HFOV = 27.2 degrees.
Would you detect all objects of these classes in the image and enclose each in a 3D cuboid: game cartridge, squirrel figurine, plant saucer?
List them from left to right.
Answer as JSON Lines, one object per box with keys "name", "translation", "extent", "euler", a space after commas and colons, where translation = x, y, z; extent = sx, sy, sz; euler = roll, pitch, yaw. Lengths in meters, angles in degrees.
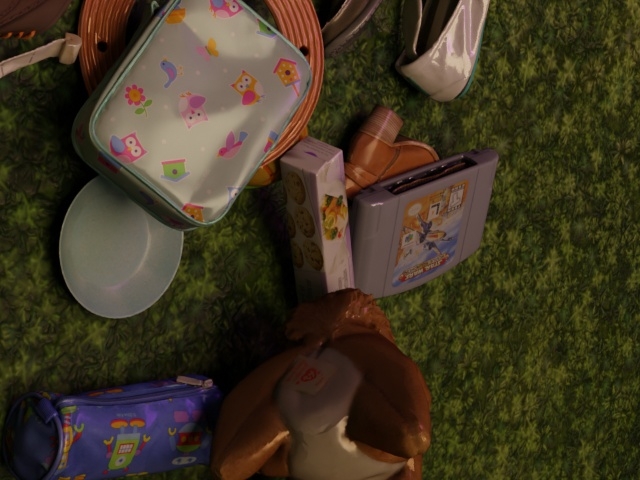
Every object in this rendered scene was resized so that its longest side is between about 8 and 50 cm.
{"name": "plant saucer", "translation": [-0.261, 0.002, 1.690], "extent": [0.195, 0.037, 0.194], "euler": [-9, 103, -44]}
{"name": "squirrel figurine", "translation": [0.051, 0.284, 1.798], "extent": [0.397, 0.281, 0.370], "euler": [-92, 162, -52]}
{"name": "game cartridge", "translation": [0.153, -0.020, 2.048], "extent": [0.297, 0.062, 0.198], "euler": [-22, 129, -37]}

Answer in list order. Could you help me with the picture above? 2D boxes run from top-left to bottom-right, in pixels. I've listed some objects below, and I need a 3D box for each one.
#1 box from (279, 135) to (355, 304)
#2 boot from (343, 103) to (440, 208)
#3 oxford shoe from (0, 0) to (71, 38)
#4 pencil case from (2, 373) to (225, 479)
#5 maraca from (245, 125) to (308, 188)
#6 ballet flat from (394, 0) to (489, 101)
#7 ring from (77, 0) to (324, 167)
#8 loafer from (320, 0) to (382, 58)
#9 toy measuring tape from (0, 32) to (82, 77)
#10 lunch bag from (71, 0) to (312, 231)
{"name": "box", "translation": [0.000, 0.000, 1.861], "extent": [0.063, 0.067, 0.324], "euler": [-44, 146, -33]}
{"name": "boot", "translation": [0.096, -0.099, 2.021], "extent": [0.197, 0.073, 0.152], "euler": [38, 78, -44]}
{"name": "oxford shoe", "translation": [-0.363, -0.264, 1.482], "extent": [0.364, 0.130, 0.132], "euler": [-44, 138, -25]}
{"name": "pencil case", "translation": [-0.248, 0.237, 1.685], "extent": [0.306, 0.119, 0.133], "euler": [0, 120, -46]}
{"name": "maraca", "translation": [-0.092, -0.125, 1.795], "extent": [0.186, 0.099, 0.127], "euler": [-26, 125, -32]}
{"name": "ballet flat", "translation": [0.208, -0.416, 2.040], "extent": [0.139, 0.139, 0.400], "euler": [20, 84, -45]}
{"name": "ring", "translation": [-0.151, -0.244, 1.700], "extent": [0.337, 0.032, 0.336], "euler": [1, 87, -28]}
{"name": "loafer", "translation": [0.055, -0.374, 1.923], "extent": [0.087, 0.094, 0.251], "euler": [34, 73, -2]}
{"name": "toy measuring tape", "translation": [-0.381, -0.139, 1.483], "extent": [0.330, 0.121, 0.121], "euler": [-29, 117, -38]}
{"name": "lunch bag", "translation": [-0.158, -0.170, 1.615], "extent": [0.224, 0.108, 0.279], "euler": [37, 70, -15]}
